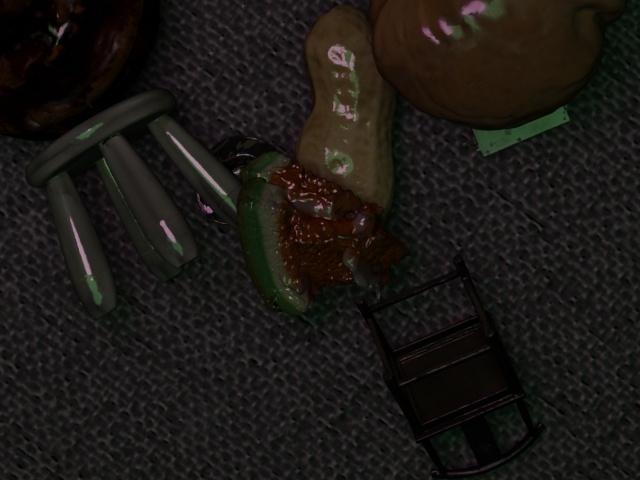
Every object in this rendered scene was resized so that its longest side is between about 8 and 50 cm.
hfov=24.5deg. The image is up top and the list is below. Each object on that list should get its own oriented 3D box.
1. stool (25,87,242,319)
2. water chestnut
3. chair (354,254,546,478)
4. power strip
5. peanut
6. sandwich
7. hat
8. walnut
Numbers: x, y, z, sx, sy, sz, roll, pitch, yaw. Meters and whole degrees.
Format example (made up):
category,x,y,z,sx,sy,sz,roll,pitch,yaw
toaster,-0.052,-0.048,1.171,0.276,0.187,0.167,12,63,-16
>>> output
category,x,y,z,sx,sy,sz,roll,pitch,yaw
stool,-0.209,-0.048,1.698,0.195,0.195,0.199,-34,88,33
water chestnut,-0.331,-0.257,1.648,0.300,0.300,0.300,0,97,1
chair,0.159,0.160,1.763,0.154,0.141,0.260,-23,140,5
power strip,0.234,-0.141,1.774,0.136,0.019,0.051,-24,98,4
peanut,0.026,-0.139,1.735,0.125,0.111,0.275,-4,95,-20
sandwich,-0.004,-0.007,1.669,0.159,0.109,0.185,-3,128,30
hat,-0.097,-0.069,1.777,0.121,0.050,0.121,1,100,3
walnut,0.196,-0.269,1.638,0.285,0.285,0.296,2,77,1
